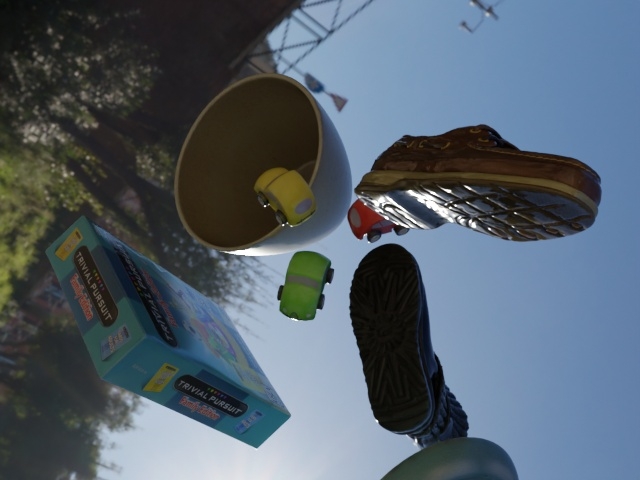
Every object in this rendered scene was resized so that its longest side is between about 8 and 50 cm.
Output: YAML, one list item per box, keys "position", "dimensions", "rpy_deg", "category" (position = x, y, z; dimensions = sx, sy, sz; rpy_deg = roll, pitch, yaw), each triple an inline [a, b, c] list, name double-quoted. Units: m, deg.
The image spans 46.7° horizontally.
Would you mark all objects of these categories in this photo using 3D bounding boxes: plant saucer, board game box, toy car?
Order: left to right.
- position: [-0.207, 0.136, 1.052]
  dimensions: [0.079, 0.336, 0.254]
  rpy_deg: [-43, -131, 2]
  category: "board game box"
- position: [0.000, 0.000, 0.990]
  dimensions: [0.053, 0.238, 0.225]
  rpy_deg: [90, 16, -57]
  category: "toy car"
- position: [0.171, 0.430, 1.069]
  dimensions: [0.318, 0.317, 0.043]
  rpy_deg: [-56, -145, 3]
  category: "plant saucer"

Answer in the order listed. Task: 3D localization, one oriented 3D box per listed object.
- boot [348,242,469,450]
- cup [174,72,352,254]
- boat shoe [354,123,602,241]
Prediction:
- position: [0.161, 0.203, 1.323]
  dimensions: [0.131, 0.260, 0.348]
  rpy_deg: [-13, -117, 22]
  category: "boot"
- position: [-0.072, -0.109, 1.387]
  dimensions: [0.330, 0.237, 0.331]
  rpy_deg: [-12, -112, 31]
  category: "cup"
- position: [0.087, -0.041, 0.434]
  dimensions: [0.178, 0.064, 0.060]
  rpy_deg: [9, -111, 59]
  category: "boat shoe"
